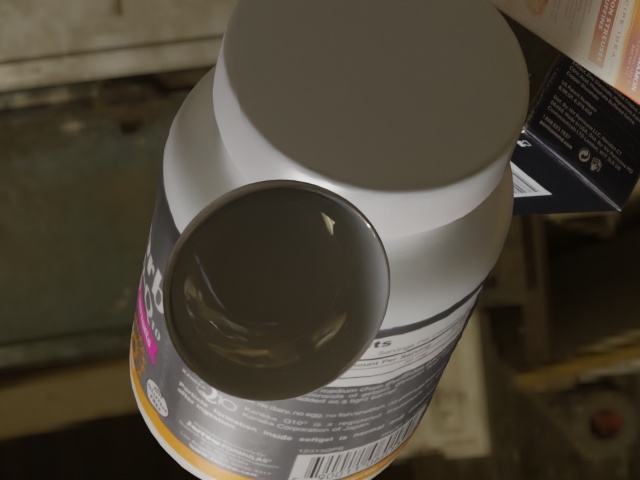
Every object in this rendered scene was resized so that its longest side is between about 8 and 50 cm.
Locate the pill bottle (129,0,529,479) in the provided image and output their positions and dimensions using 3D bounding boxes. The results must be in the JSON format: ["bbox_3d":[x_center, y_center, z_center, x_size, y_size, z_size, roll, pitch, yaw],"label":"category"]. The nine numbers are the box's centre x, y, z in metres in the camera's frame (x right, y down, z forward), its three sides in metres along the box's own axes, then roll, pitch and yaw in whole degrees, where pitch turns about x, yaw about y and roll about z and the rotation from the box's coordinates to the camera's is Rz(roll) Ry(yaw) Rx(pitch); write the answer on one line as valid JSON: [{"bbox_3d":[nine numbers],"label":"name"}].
[{"bbox_3d":[0.000,0.000,0.903,0.162,0.162,0.278,-10,150,-18],"label":"pill bottle"}]

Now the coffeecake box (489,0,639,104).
[{"bbox_3d":[0.177,-0.128,0.956,0.142,0.068,0.185,-1,-154,-27],"label":"coffeecake box"}]

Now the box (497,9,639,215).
[{"bbox_3d":[0.149,-0.103,1.209,0.093,0.158,0.156,37,163,-23],"label":"box"}]

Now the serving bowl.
[{"bbox_3d":[-0.018,0.015,0.686,0.083,0.083,0.027,-9,-157,-14],"label":"serving bowl"}]
